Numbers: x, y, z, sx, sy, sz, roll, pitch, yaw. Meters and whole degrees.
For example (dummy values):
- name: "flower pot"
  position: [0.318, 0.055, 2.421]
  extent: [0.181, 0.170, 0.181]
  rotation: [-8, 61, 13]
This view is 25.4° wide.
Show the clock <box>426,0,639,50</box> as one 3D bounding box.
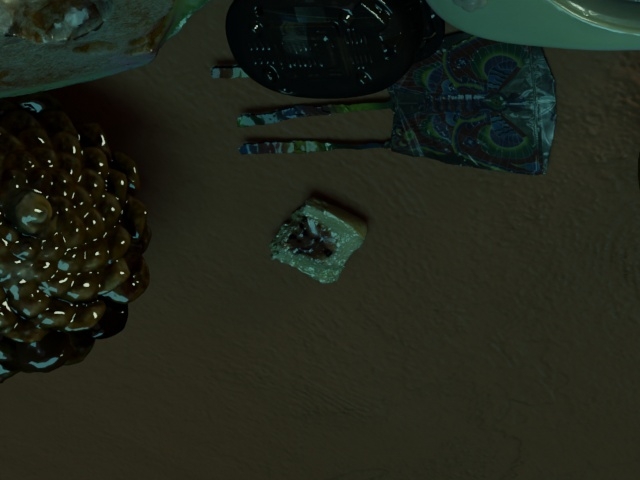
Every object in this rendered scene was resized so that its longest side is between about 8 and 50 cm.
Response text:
- name: "clock"
  position: [0.221, -0.250, 0.945]
  extent: [0.324, 0.108, 0.265]
  rotation: [8, 137, 12]

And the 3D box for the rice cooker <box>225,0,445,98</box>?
- name: "rice cooker"
  position: [0.010, -0.170, 1.090]
  extent: [0.165, 0.106, 0.112]
  rotation: [3, 131, 29]

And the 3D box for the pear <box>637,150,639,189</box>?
- name: "pear"
  position: [0.333, -0.051, 1.050]
  extent: [0.209, 0.209, 0.208]
  rotation: [8, 133, 8]

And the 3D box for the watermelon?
- name: "watermelon"
  position: [-0.175, -0.238, 1.068]
  extent: [0.322, 0.188, 0.175]
  rotation: [-18, 170, 20]

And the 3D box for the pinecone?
- name: "pinecone"
  position: [-0.274, 0.009, 1.240]
  extent: [0.264, 0.264, 0.264]
  rotation: [8, 133, 8]

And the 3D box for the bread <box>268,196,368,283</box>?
- name: "bread"
  position: [0.000, 0.000, 1.296]
  extent: [0.070, 0.035, 0.083]
  rotation: [29, 130, -14]

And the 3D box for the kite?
- name: "kite"
  position: [0.053, -0.115, 1.191]
  extent: [0.286, 0.015, 0.152]
  rotation: [-1, 129, 12]
